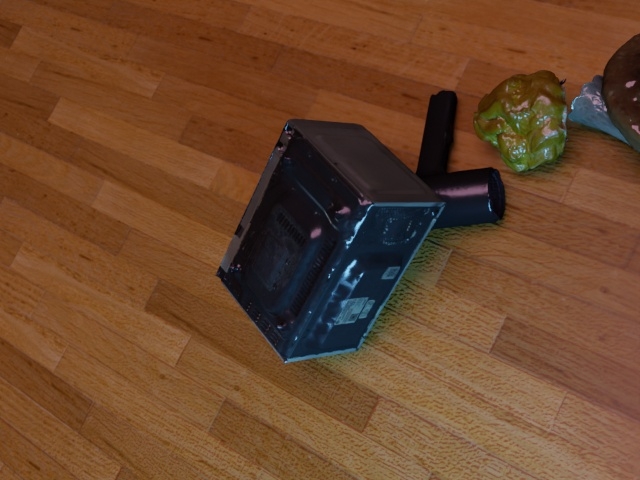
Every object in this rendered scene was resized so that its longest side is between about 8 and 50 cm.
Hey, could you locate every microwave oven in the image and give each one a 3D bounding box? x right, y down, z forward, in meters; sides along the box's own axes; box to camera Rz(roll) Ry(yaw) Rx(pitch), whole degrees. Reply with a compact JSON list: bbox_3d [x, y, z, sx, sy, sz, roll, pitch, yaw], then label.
[{"bbox_3d":[0.000,0.000,1.264,0.237,0.181,0.295,49,124,34],"label":"microwave oven"}]

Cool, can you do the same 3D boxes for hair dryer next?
[{"bbox_3d":[0.188,-0.133,1.346,0.197,0.089,0.251,-5,62,27],"label":"hair dryer"}]

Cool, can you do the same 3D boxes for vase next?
[{"bbox_3d":[0.440,-0.168,1.226,0.081,0.081,0.149,-49,59,3],"label":"vase"}]

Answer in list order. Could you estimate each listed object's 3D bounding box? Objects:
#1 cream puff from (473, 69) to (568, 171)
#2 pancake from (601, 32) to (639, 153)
[{"bbox_3d":[0.299,-0.181,1.275,0.156,0.121,0.156,-9,66,22],"label":"cream puff"},{"bbox_3d":[0.507,-0.208,1.172,0.242,0.050,0.241,-2,59,4],"label":"pancake"}]
